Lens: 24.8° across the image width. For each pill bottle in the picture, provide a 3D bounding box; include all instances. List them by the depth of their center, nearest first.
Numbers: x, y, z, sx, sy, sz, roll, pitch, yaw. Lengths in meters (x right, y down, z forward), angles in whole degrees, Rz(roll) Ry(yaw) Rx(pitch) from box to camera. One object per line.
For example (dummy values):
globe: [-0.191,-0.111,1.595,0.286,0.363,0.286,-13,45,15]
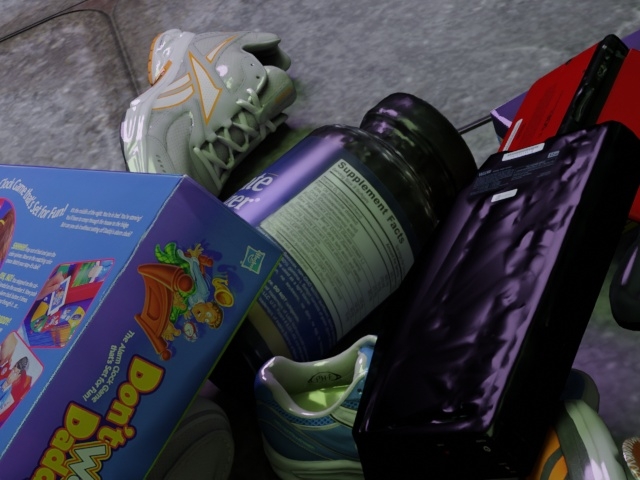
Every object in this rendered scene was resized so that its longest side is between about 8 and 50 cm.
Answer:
pill bottle: [0.000,0.000,0.979,0.219,0.123,0.123,-40,40,-21]

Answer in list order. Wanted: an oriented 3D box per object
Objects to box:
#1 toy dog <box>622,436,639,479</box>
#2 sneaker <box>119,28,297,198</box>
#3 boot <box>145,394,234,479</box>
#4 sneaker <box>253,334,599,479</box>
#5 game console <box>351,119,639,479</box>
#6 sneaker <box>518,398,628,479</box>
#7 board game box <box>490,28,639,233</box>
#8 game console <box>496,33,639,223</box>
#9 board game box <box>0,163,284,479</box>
toy dog: [0.252,0.081,0.706,0.220,0.161,0.333,-21,37,2]
sneaker: [-0.082,-0.097,1.172,0.121,0.099,0.262,-9,40,12]
boot: [-0.093,0.209,0.812,0.123,0.095,0.258,16,60,33]
sneaker: [0.057,0.100,0.858,0.211,0.081,0.080,-9,38,17]
game console: [0.163,0.017,0.709,0.361,0.044,0.213,-15,39,48]
sneaker: [0.075,0.211,0.675,0.180,0.124,0.321,-13,38,12]
board game box: [0.227,-0.085,1.023,0.170,0.048,0.141,-29,38,-8]
game console: [0.184,-0.057,0.962,0.124,0.085,0.144,-31,23,50]
board game box: [-0.192,0.069,0.900,0.233,0.078,0.347,-58,28,-14]
